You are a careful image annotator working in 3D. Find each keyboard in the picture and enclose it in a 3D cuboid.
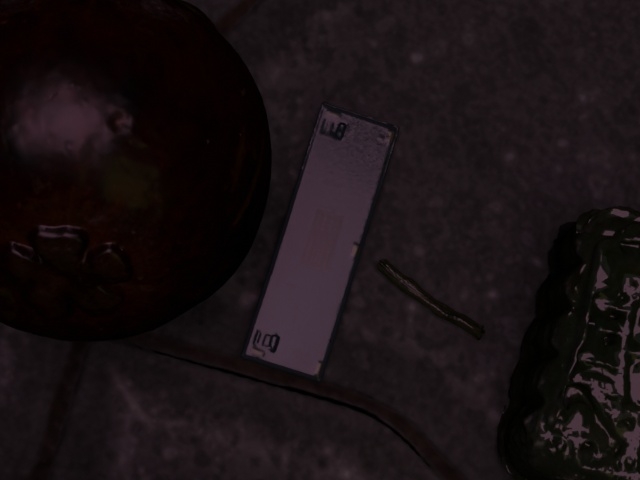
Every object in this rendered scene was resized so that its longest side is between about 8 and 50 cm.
[{"bbox_3d":[0.000,0.000,0.746,0.055,0.014,0.176,17,82,-1],"label":"keyboard"}]

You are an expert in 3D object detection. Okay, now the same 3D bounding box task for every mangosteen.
[{"bbox_3d":[-0.132,-0.069,0.670,0.215,0.215,0.257,2,47,-2],"label":"mangosteen"}]

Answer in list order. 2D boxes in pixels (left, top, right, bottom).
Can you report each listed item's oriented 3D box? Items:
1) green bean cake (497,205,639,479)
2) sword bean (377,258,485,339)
[{"bbox_3d":[0.215,0.082,0.703,0.173,0.094,0.181,18,81,1],"label":"green bean cake"},{"bbox_3d":[0.071,0.039,0.745,0.083,0.012,0.012,34,83,2],"label":"sword bean"}]
